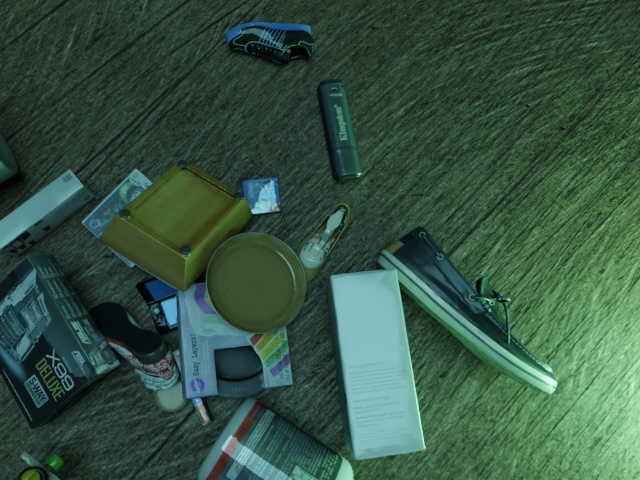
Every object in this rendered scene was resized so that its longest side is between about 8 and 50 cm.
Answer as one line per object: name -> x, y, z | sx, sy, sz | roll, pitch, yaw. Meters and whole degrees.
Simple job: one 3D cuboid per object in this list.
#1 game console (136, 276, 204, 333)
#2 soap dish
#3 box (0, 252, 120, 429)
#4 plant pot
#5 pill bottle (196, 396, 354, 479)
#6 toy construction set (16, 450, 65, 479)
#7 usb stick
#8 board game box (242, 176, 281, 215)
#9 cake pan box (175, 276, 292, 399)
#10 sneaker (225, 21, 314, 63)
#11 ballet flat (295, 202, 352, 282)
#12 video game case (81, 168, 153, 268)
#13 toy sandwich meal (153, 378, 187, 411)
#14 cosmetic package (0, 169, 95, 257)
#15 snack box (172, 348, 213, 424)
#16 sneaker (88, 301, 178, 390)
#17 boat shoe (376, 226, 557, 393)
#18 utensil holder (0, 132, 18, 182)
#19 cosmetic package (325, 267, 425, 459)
game console -> -0.341, 0.138, 1.379 | 0.143, 0.085, 0.124 | -21, 79, -7
soap dish -> -0.320, -0.047, 1.346 | 0.228, 0.118, 0.291 | 31, 47, 6
box -> -0.617, 0.222, 1.301 | 0.242, 0.076, 0.308 | -38, 81, 20
plant pot -> -0.148, 0.098, 1.343 | 0.236, 0.032, 0.237 | 7, 71, -21
pill bottle -> -0.061, 0.517, 1.244 | 0.362, 0.210, 0.210 | 32, 78, 5
toy construction set -> -0.661, 0.549, 1.237 | 0.308, 0.258, 0.237 | 19, 57, 24
usb stick -> 0.049, -0.284, 1.510 | 0.077, 0.045, 0.278 | -9, 78, -4
board game box -> -0.148, -0.111, 1.476 | 0.089, 0.020, 0.090 | -7, 78, -3
cake pan box -> -0.200, 0.226, 1.342 | 0.245, 0.070, 0.267 | -2, 75, -18
sneaker -> -0.132, -0.512, 1.534 | 0.232, 0.081, 0.091 | -6, 71, -5
ballet flat -> 0.000, 0.000, 1.431 | 0.080, 0.073, 0.232 | 31, 78, 5
video game case -> -0.461, -0.056, 1.448 | 0.173, 0.022, 0.190 | 41, 79, 6
toy sandwich meal -> -0.347, 0.357, 1.361 | 0.085, 0.029, 0.086 | 1, 79, -7
cosmetic package -> -0.665, -0.062, 1.403 | 0.239, 0.099, 0.060 | -40, 85, -10
snack box -> -0.293, 0.336, 1.348 | 0.022, 0.064, 0.178 | -24, 80, -10
sneaker -> -0.432, 0.249, 1.346 | 0.270, 0.145, 0.090 | 20, 47, 35
boat shoe -> 0.357, 0.158, 1.361 | 0.500, 0.187, 0.156 | 42, 85, 12
utensil holder -> -0.943, -0.184, 1.303 | 0.385, 0.327, 0.328 | -31, 81, -10
cosmetic package -> 0.111, 0.269, 1.307 | 0.156, 0.217, 0.385 | -8, 77, -5
